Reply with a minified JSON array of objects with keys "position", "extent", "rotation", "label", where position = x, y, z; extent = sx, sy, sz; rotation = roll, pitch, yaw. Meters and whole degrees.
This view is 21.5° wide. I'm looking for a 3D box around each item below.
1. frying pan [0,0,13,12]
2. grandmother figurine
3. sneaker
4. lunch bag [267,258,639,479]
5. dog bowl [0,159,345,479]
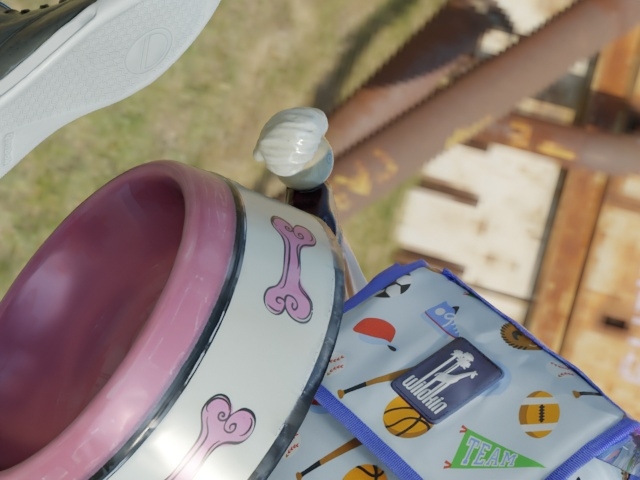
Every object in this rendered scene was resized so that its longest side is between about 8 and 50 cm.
[{"position":[-0.414,-0.246,1.918],"extent":[0.197,0.053,0.326],"rotation":[-23,111,-31],"label":"frying pan"},{"position":[0.000,0.000,1.933],"extent":[0.208,0.104,0.342],"rotation":[-106,-178,-60],"label":"grandmother figurine"},{"position":[-0.220,-0.157,1.266],"extent":[0.295,0.147,0.104],"rotation":[-36,151,-7],"label":"sneaker"},{"position":[0.089,0.244,1.601],"extent":[0.385,0.328,0.239],"rotation":[-54,140,4],"label":"lunch bag"},{"position":[-0.171,0.105,1.497],"extent":[0.150,0.408,0.408],"rotation":[38,59,-27],"label":"dog bowl"}]
